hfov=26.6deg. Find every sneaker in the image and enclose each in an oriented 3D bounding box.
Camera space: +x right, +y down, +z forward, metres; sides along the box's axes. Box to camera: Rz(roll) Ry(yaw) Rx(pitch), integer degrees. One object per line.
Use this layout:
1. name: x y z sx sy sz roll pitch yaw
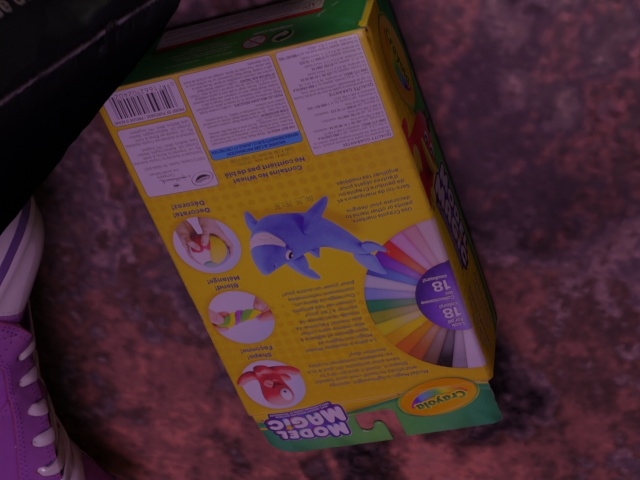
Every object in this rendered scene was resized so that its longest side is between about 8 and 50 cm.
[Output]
1. sneaker: -0.161 0.090 0.719 0.161 0.102 0.282 14 124 -23

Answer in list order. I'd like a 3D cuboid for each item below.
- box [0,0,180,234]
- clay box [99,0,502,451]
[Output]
1. box: -0.397 -0.053 0.478 0.472 0.297 0.480 43 124 -3
2. clay box: 0.000 0.000 0.629 0.127 0.053 0.222 -10 124 19
